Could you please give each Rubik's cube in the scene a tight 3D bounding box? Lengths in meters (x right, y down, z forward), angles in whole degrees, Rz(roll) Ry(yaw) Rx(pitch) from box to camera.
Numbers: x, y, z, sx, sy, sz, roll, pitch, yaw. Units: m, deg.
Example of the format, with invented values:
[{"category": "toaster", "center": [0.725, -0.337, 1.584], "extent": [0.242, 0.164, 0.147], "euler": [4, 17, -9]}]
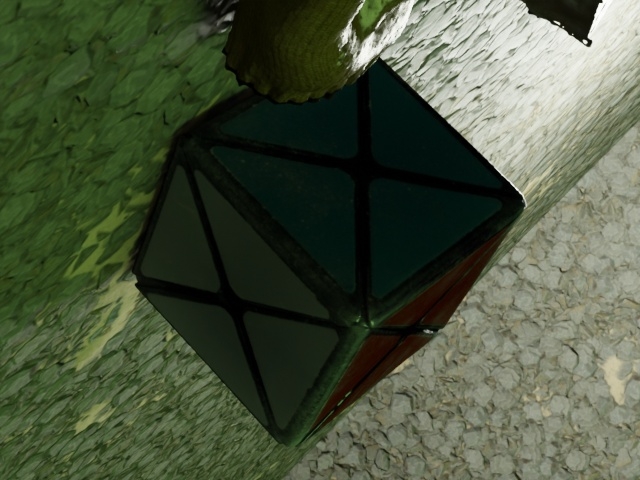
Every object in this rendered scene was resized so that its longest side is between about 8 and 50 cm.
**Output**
[{"category": "Rubik's cube", "center": [0.000, 0.000, 1.396], "extent": [0.259, 0.260, 0.255], "euler": [-37, 163, -37]}]

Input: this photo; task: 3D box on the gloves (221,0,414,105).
[{"category": "gloves", "center": [0.033, -0.217, 1.044], "extent": [0.203, 0.155, 0.356], "euler": [-26, 178, -31]}]

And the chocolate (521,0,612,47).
[{"category": "chocolate", "center": [0.305, -0.346, 1.595], "extent": [0.112, 0.112, 0.321], "euler": [-51, 167, -14]}]
